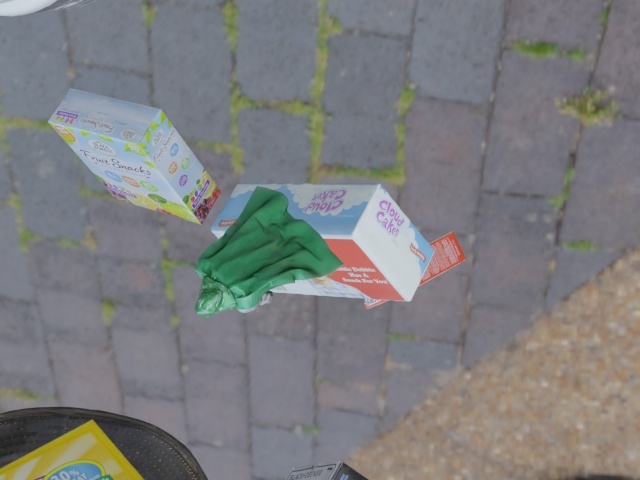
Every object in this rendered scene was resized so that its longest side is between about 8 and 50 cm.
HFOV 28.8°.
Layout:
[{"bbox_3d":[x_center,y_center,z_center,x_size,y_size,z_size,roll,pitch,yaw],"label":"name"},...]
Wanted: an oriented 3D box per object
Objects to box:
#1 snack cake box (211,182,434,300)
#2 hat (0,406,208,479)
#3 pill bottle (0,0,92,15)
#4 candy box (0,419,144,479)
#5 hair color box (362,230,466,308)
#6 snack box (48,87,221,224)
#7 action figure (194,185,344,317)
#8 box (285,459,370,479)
[{"bbox_3d":[0.000,0.000,1.684,0.264,0.089,0.152,3,144,42],"label":"snack cake box"},{"bbox_3d":[-0.240,0.311,1.147,0.331,0.134,0.331,-3,101,-15],"label":"hat"},{"bbox_3d":[-0.343,-0.364,1.433,0.204,0.361,0.204,1,103,5],"label":"pill bottle"},{"bbox_3d":[-0.205,0.203,0.818,0.105,0.206,0.027,42,137,25],"label":"candy box"},{"bbox_3d":[0.135,0.043,1.856,0.093,0.167,0.053,-26,88,38],"label":"hair color box"},{"bbox_3d":[-0.264,-0.120,1.787,0.174,0.070,0.207,15,155,31],"label":"snack box"},{"bbox_3d":[-0.075,0.028,1.360,0.137,0.232,0.063,39,120,7],"label":"action figure"},{"bbox_3d":[0.086,0.407,1.642,0.290,0.087,0.169,37,155,-13],"label":"box"}]
